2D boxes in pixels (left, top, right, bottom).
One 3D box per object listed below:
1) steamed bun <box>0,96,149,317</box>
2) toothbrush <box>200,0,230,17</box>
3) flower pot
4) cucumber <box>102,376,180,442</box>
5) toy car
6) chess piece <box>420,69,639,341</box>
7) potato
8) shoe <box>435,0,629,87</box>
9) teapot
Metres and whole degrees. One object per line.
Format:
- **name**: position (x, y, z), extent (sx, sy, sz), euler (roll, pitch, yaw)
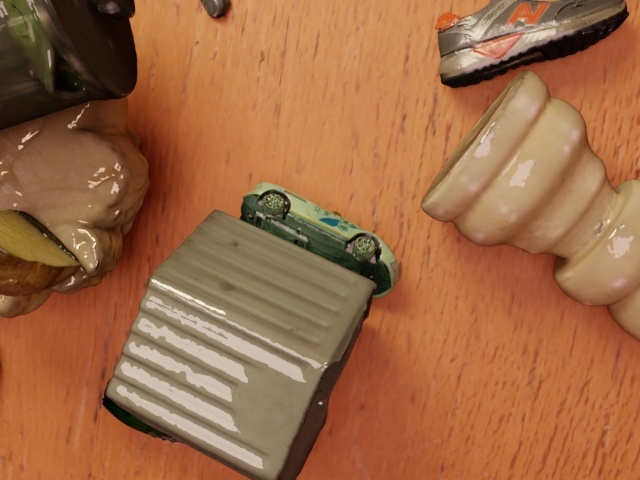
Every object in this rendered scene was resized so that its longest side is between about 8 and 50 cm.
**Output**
- **steamed bun**: position (-0.307, -0.079, 0.822), extent (0.295, 0.137, 0.292), euler (35, 99, 12)
- **toothbrush**: position (-0.186, -0.377, 0.839), extent (0.030, 0.030, 0.297), euler (-32, 89, 35)
- **flower pot**: position (-0.071, 0.112, 0.749), extent (0.189, 0.209, 0.239), euler (23, 101, 9)
- **cucumber**: position (-0.135, 0.199, 0.842), extent (0.227, 0.069, 0.069), euler (14, 95, 4)
- **toy car**: position (0.000, 0.000, 0.808), extent (0.186, 0.058, 0.093), euler (26, 141, 7)
- **chess piece**: position (0.261, -0.009, 0.724), extent (0.299, 0.167, 0.167), euler (37, 98, 2)
- **potato**: position (-0.294, 0.018, 0.702), extent (0.096, 0.103, 0.066), euler (36, 97, 11)
- **shoe**: position (0.208, -0.219, 0.761), extent (0.194, 0.074, 0.077), euler (-17, 85, 12)
- **teapot**: position (-0.333, -0.196, 0.683), extent (0.336, 0.200, 0.271), euler (-15, 52, 8)
